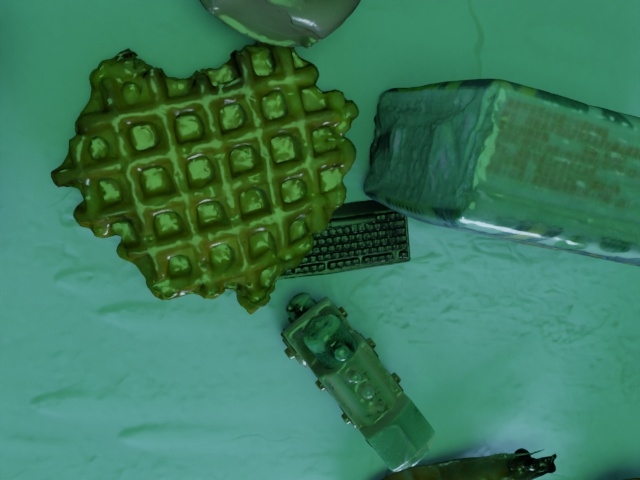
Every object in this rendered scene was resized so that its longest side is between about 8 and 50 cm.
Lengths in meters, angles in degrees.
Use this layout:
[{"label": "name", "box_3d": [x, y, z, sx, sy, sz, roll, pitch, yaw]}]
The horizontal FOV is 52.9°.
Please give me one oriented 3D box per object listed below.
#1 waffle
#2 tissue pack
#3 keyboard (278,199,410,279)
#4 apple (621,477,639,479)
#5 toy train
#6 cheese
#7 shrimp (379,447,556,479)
[{"label": "waffle", "box_3d": [-0.101, -0.076, 0.606, 0.291, 0.051, 0.291, -2, 99, -12]}, {"label": "tissue pack", "box_3d": [0.223, -0.057, 0.605, 0.310, 0.228, 0.128, 9, 99, -17]}, {"label": "keyboard", "box_3d": [0.000, 0.000, 0.671, 0.196, 0.015, 0.074, -7, 103, -13]}, {"label": "apple", "box_3d": [0.411, 0.394, 0.778, 0.195, 0.196, 0.196, -3, 103, -14]}, {"label": "toy train", "box_3d": [0.035, 0.139, 0.653, 0.080, 0.125, 0.194, -39, 109, -7]}, {"label": "cheese", "box_3d": [-0.018, -0.318, 0.564, 0.163, 0.082, 0.287, 14, 84, -17]}, {"label": "shrimp", "box_3d": [0.166, 0.344, 0.776, 0.261, 0.051, 0.198, -14, 112, -8]}]
